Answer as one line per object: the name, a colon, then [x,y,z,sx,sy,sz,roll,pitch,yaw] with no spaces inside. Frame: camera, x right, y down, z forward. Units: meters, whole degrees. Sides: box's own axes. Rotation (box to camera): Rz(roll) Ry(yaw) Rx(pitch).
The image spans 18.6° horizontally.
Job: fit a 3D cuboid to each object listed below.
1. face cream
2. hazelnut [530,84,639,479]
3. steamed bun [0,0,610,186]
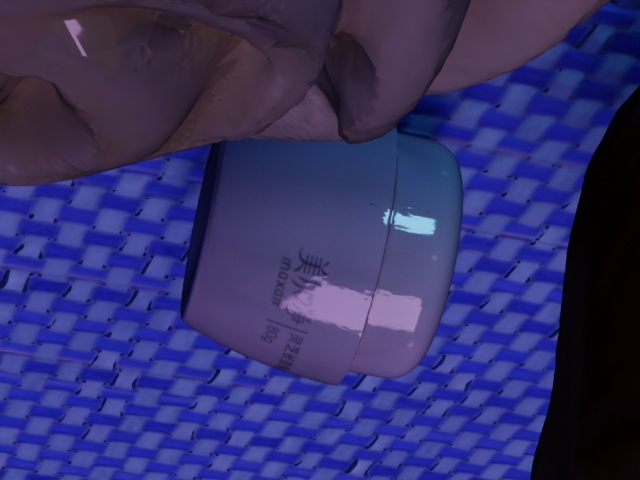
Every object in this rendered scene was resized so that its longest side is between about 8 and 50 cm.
face cream: [0.000,0.000,0.825,0.104,0.117,0.117,13,144,-7]
hazelnut: [0.276,0.059,0.673,0.421,0.421,0.353,-17,160,20]
steamed bun: [-0.061,-0.138,0.478,0.342,0.255,0.367,-24,144,34]
